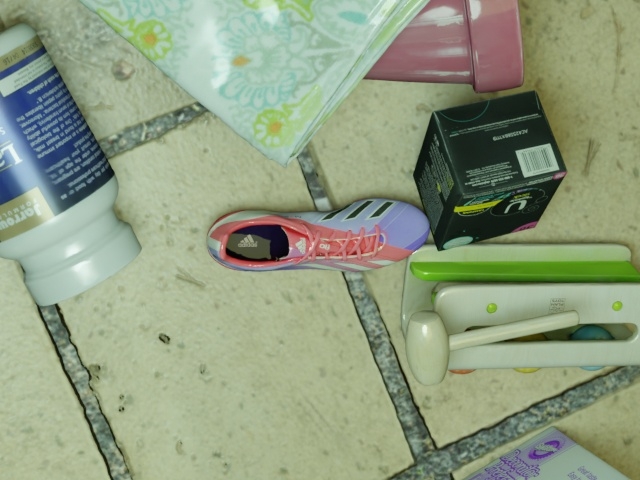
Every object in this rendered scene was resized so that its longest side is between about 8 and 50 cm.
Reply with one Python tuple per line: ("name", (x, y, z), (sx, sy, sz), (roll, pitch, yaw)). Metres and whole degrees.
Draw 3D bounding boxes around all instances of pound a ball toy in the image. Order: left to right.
("pound a ball toy", (0.222, 0.103, 1.646), (0.319, 0.208, 0.135), (-1, 113, -13))

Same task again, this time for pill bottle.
("pill bottle", (-0.300, -0.075, 1.532), (0.153, 0.153, 0.264), (-30, 103, -7))

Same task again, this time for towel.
("towel", (-0.078, -0.300, 1.486), (0.374, 0.090, 0.320), (41, 112, 0))

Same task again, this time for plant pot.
("plant pot", (0.113, -0.248, 1.589), (0.180, 0.201, 0.201), (-9, 101, 5))

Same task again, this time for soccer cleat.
("soccer cleat", (0.000, 0.000, 1.631), (0.248, 0.095, 0.083), (-1, 101, -6))

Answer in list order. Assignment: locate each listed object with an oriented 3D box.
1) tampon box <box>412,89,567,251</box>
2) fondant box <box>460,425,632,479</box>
("tampon box", (0.180, -0.073, 1.621), (0.120, 0.161, 0.101), (-13, 70, -10))
("fondant box", (0.180, 0.351, 1.658), (0.330, 0.238, 0.096), (-28, 102, -7))
